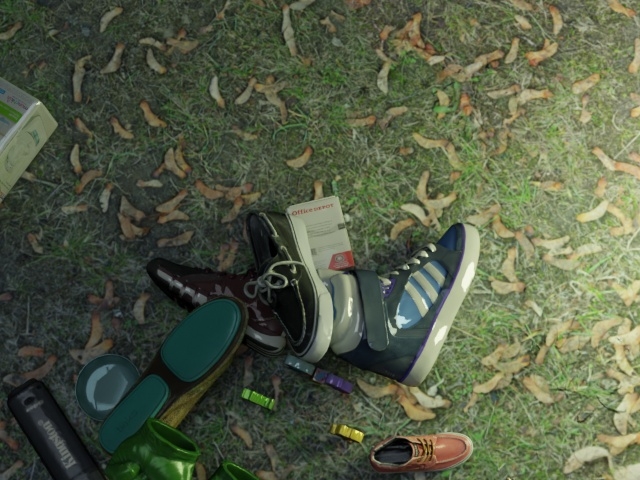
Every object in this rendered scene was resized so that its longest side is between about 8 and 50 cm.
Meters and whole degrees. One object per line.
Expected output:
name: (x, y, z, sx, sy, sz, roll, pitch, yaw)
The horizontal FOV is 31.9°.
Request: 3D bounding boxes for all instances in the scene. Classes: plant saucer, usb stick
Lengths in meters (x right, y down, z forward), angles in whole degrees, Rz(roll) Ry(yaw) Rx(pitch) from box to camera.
plant saucer: (-0.371, 0.260, 1.967, 0.119, 0.021, 0.119, -1, 74, 5)
usb stick: (-0.446, 0.364, 1.930, 0.077, 0.045, 0.278, -36, 74, -5)

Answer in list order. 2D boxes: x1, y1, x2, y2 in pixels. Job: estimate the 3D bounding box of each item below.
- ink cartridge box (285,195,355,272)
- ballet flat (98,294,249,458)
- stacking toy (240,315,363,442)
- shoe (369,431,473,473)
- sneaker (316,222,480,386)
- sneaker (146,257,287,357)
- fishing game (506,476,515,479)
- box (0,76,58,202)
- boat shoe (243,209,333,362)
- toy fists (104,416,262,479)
ink cartridge box: (0.000, 0.000, 1.997, 0.099, 0.056, 0.135, -13, 74, 0)
ballet flat: (-0.236, 0.236, 1.900, 0.123, 0.123, 0.348, 42, 93, 14)
stacking toy: (-0.005, 0.228, 1.897, 0.221, 0.052, 0.167, 24, 75, -13)
shoe: (0.168, 0.355, 1.868, 0.178, 0.081, 0.063, -9, 73, 2)
sneaker: (0.116, 0.066, 1.890, 0.236, 0.130, 0.323, 28, 68, -7)
sneaker: (-0.155, 0.072, 1.975, 0.281, 0.106, 0.162, 32, 73, 2)
fishing game: (0.267, 0.523, 1.835, 0.264, 0.041, 0.189, -42, 78, -8)
box: (-0.669, -0.208, 2.071, 0.262, 0.127, 0.231, 30, 79, 12)
boat shoe: (-0.062, 0.066, 1.841, 0.105, 0.113, 0.306, 14, 46, -30)
toy fists: (-0.217, 0.416, 1.832, 0.279, 0.096, 0.142, 33, 99, -15)
